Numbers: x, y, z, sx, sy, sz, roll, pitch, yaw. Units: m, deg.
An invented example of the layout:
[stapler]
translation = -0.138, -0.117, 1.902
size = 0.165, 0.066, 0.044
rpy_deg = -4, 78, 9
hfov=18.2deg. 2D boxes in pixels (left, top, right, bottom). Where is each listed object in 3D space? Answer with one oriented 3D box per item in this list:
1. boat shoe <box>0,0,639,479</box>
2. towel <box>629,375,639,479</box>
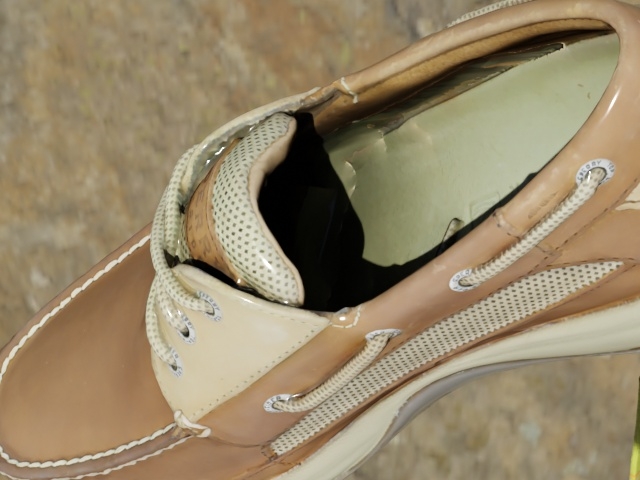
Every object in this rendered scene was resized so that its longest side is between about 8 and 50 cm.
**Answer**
[boat shoe]
translation = 0.000, 0.000, 0.659
size = 0.324, 0.120, 0.122
rpy_deg = -27, 56, 30
[towel]
translation = 0.333, 0.178, 1.944
size = 0.021, 0.237, 0.102
rpy_deg = 23, 54, 24
